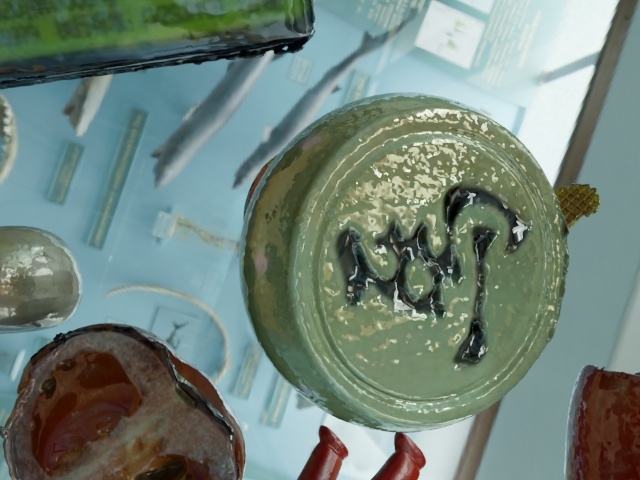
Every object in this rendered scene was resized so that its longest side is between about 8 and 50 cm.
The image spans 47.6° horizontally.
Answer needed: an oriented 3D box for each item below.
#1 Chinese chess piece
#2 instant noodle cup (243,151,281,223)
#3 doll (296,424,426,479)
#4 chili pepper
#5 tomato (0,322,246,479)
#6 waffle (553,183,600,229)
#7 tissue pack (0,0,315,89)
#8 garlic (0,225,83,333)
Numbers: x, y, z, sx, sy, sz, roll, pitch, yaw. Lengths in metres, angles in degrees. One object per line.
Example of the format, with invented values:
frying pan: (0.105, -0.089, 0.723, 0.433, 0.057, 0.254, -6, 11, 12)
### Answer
Chinese chess piece: (0.064, 0.016, 0.542, 0.101, 0.250, 0.250, 10, -99, 68)
instant noodle cup: (0.000, 0.000, 0.864, 0.212, 0.193, 0.193, 121, -15, -75)
doll: (-0.044, 0.344, 0.702, 0.188, 0.099, 0.384, -15, -150, 48)
chili pepper: (0.401, 0.300, 0.812, 0.251, 0.229, 0.305, -2, -99, 36)
tomato: (-0.177, 0.187, 0.687, 0.199, 0.228, 0.112, -38, 176, 5)
waffle: (0.409, -0.057, 1.174, 0.085, 0.016, 0.078, -19, -120, 22)
tissue pack: (-0.216, -0.199, 0.384, 0.124, 0.394, 0.288, 87, -8, -51)
garlic: (-0.344, 0.047, 0.695, 0.128, 0.266, 0.148, 51, -60, 35)
